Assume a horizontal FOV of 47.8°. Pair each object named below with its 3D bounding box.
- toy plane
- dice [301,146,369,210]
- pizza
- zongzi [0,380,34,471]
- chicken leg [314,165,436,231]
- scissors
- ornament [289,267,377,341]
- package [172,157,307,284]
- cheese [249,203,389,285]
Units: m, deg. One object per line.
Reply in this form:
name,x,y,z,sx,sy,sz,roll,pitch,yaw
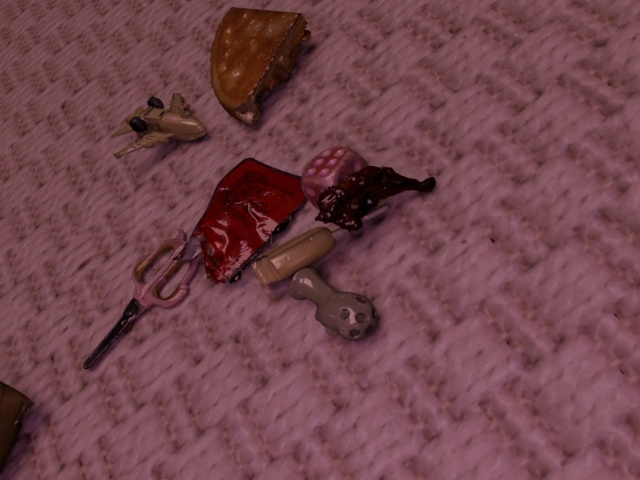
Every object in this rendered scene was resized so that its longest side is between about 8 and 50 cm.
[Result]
toy plane,-0.351,-0.258,1.595,0.244,0.092,0.229,6,49,36
dice,0.029,-0.101,1.250,0.094,0.091,0.093,7,51,47
pizza,-0.171,-0.386,1.578,0.268,0.087,0.257,23,77,40
zongzi,-0.686,0.381,1.349,0.300,0.145,0.273,-2,63,49
chicken leg,0.085,-0.078,1.188,0.219,0.048,0.089,-27,88,-21
scissors,-0.344,0.118,1.379,0.160,0.024,0.317,32,79,39
ornament,0.022,0.105,1.142,0.156,0.075,0.081,33,86,39
package,-0.152,-0.043,1.348,0.194,0.071,0.269,30,73,25
cheese,0.000,0.000,1.217,0.256,0.127,0.050,-28,93,-1
